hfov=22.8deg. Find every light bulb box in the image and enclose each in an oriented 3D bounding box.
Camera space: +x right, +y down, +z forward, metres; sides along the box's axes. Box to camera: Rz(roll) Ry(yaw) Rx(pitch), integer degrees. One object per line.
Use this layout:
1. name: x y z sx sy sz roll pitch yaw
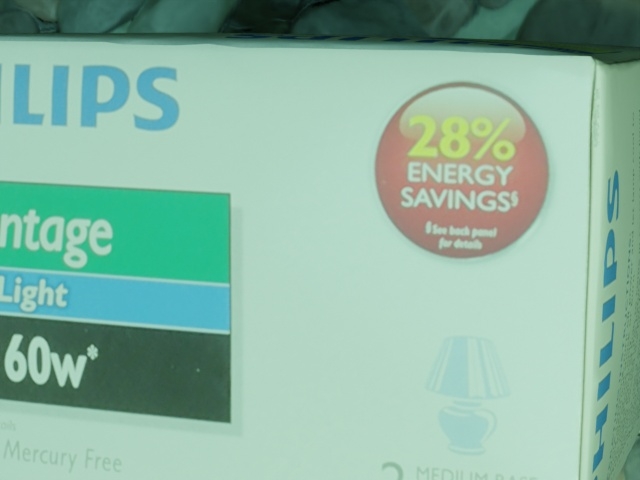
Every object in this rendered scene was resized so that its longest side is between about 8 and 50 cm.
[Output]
1. light bulb box: 0.000 0.000 0.862 0.358 0.361 0.225 4 99 18
